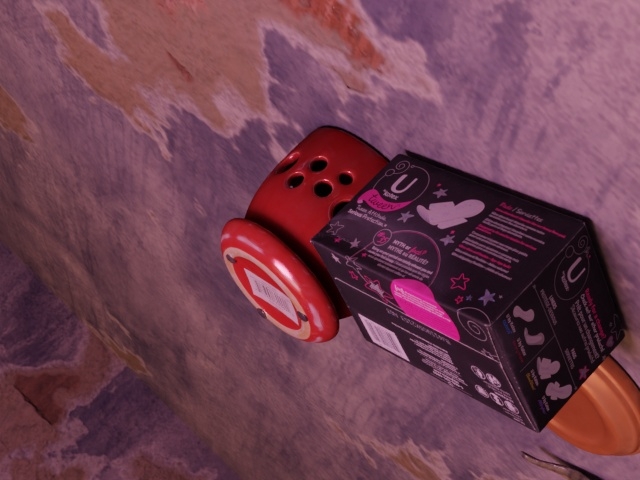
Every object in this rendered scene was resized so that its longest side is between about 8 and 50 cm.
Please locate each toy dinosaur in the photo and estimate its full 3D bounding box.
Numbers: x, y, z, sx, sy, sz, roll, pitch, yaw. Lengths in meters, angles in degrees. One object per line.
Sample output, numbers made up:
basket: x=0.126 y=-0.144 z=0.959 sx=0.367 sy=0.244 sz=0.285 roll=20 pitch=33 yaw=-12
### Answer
toy dinosaur: x=0.345 y=0.327 z=1.524 sx=0.268 sy=0.064 sz=0.118 roll=23 pitch=143 yaw=53

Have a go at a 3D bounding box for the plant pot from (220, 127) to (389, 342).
plant pot: x=0.000 y=0.000 z=1.430 sx=0.191 sy=0.174 sz=0.191 roll=39 pitch=157 yaw=21

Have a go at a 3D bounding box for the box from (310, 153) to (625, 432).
box: x=0.141 y=0.044 z=1.269 sx=0.247 sy=0.142 sz=0.163 roll=26 pitch=153 yaw=46

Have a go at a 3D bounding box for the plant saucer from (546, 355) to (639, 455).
plant saucer: x=0.261 y=0.158 z=1.398 sx=0.200 sy=0.037 sz=0.200 roll=39 pitch=159 yaw=18
